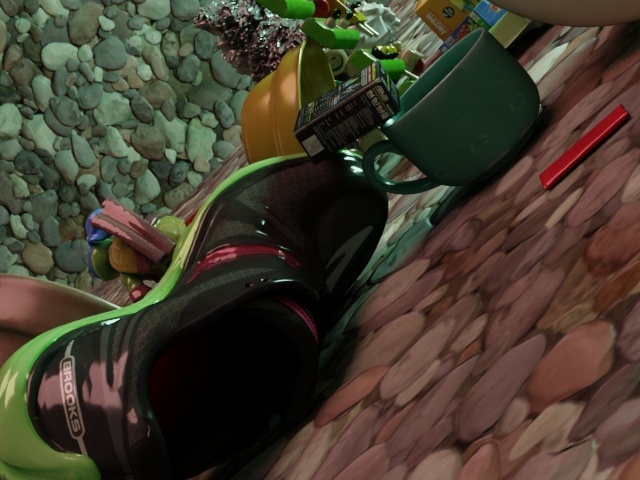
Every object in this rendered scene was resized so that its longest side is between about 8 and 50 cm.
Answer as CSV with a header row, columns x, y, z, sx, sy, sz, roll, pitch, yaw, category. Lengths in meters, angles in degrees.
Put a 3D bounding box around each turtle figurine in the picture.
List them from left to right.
x,y,z,sx,sy,sz,roll,pitch,yaw,category
-0.145,0.055,1.826,0.266,0.275,0.198,-16,1,32,turtle figurine

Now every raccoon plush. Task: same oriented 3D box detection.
x,y,z,sx,sy,sz,roll,pitch,yaw,category
-0.018,-0.335,2.150,0.216,0.299,0.446,-36,-8,-27,raccoon plush

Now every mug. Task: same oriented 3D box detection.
x,y,z,sx,sy,sz,roll,pitch,yaw,category
0.125,-0.105,1.326,0.158,0.097,0.129,-37,13,46,mug

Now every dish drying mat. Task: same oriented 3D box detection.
x,y,z,sx,sy,sz,roll,pitch,yaw,category
0.200,-0.071,1.117,0.083,0.008,0.032,-42,10,14,dish drying mat

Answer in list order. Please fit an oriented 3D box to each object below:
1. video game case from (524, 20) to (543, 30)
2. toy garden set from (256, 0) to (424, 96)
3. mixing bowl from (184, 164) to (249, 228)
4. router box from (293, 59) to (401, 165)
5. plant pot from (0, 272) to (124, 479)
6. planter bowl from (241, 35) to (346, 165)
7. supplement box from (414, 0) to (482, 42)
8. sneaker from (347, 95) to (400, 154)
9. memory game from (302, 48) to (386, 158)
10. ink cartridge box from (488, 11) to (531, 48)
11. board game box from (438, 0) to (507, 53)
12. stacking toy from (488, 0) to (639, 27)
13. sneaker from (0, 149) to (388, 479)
x,y,z,sx,sy,sz,roll,pitch,yaw,category
0.282,-0.304,1.758,0.143,0.019,0.157,-46,10,-3,video game case
0.062,-0.242,1.762,0.049,0.244,0.204,-59,-11,15,toy garden set
-0.128,-0.007,2.028,0.181,0.098,0.181,-44,8,8,mixing bowl
0.025,-0.118,1.339,0.092,0.038,0.122,-33,12,10,router box
-0.267,0.192,1.435,0.263,0.263,0.229,-29,37,60,plant pot
-0.037,-0.125,1.723,0.090,0.217,0.217,-7,21,13,planter bowl
0.244,-0.391,2.134,0.233,0.078,0.080,-42,13,26,supplement box
0.028,-0.137,1.994,0.106,0.078,0.234,-42,5,38,sneaker
0.011,-0.150,1.830,0.186,0.186,0.012,-46,36,-4,memory game
0.219,-0.278,1.703,0.235,0.056,0.171,-43,11,12,ink cartridge box
0.246,-0.325,1.900,0.201,0.035,0.136,-48,1,-21,board game box
0.299,-0.396,1.394,0.350,0.350,0.480,-41,-6,27,stacking toy
-0.061,0.080,1.244,0.202,0.185,0.483,7,34,33,sneaker
